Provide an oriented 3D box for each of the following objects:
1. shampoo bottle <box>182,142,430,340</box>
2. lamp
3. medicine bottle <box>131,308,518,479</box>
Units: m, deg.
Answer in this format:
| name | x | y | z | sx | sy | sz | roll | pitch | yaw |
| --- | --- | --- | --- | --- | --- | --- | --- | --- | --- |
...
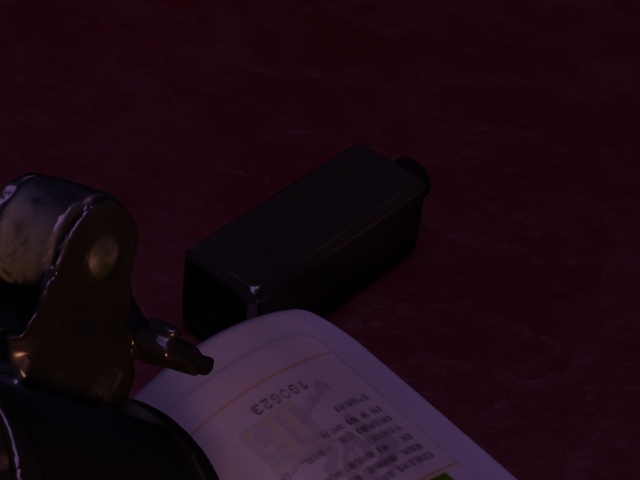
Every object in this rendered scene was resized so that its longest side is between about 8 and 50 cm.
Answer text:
| name | x | y | z | sx | sy | sz | roll | pitch | yaw |
| --- | --- | --- | --- | --- | --- | --- | --- | --- | --- |
| shampoo bottle | 0.000 | 0.000 | 1.112 | 0.079 | 0.080 | 0.246 | 33 | 46 | 26 |
| lamp | -0.179 | 0.176 | 0.730 | 0.205 | 0.272 | 0.374 | 17 | 64 | 29 |
| medicine bottle | 0.032 | 0.186 | 0.857 | 0.179 | 0.124 | 0.324 | -27 | 48 | -32 |
